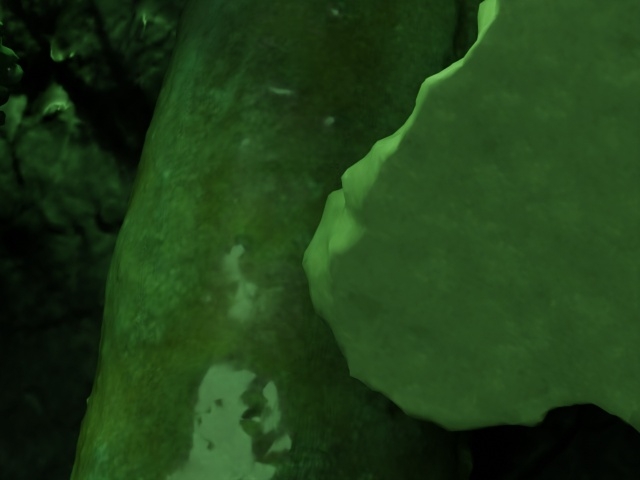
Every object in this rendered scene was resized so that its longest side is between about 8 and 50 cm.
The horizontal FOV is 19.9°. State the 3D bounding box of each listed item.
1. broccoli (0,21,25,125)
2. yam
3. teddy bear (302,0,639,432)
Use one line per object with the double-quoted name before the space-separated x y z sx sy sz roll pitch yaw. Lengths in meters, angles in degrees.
"broccoli" -0.273 -0.034 0.684 0.288 0.260 0.235 23 69 -12
"yam" 0.000 0.000 0.594 0.133 0.133 0.330 2 73 29
"teddy bear" 0.221 -0.123 0.500 0.327 0.362 0.375 34 131 11
